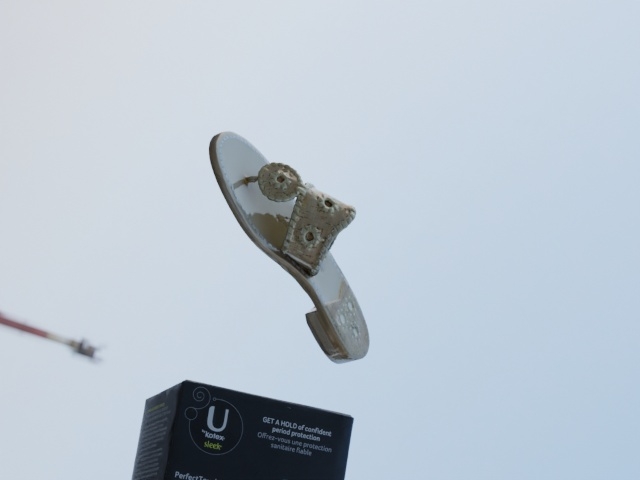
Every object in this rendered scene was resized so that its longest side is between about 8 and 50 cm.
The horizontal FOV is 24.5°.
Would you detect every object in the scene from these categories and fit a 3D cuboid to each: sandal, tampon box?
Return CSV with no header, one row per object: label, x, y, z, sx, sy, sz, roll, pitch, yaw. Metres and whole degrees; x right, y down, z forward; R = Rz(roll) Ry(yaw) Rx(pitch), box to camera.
sandal,0.002,-0.004,1.233,0.079,0.240,0.088,-17,-153,27
tampon box,-0.060,0.185,0.957,0.101,0.120,0.161,148,-46,-66
